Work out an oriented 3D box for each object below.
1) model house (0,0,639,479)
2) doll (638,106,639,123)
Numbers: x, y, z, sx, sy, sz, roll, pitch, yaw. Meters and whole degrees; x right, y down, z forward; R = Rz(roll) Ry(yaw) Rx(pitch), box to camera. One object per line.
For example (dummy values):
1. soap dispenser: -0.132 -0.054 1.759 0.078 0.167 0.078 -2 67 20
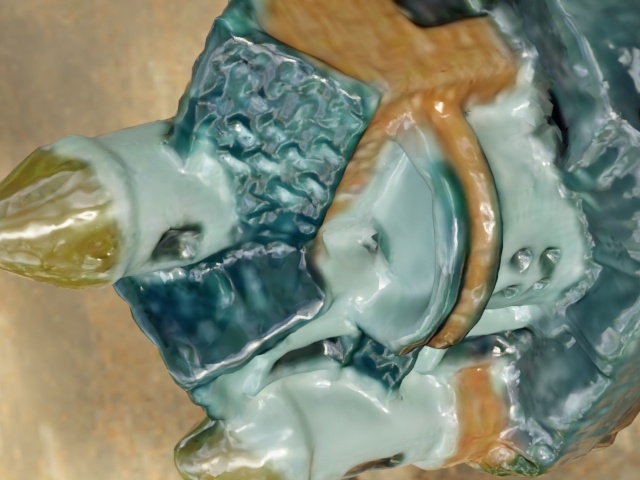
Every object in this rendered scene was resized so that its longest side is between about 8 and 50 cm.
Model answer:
1. model house: 0.000 0.000 0.739 0.184 0.291 0.253 62 146 27
2. doll: 0.230 -0.044 0.570 0.278 0.149 0.175 32 132 46
